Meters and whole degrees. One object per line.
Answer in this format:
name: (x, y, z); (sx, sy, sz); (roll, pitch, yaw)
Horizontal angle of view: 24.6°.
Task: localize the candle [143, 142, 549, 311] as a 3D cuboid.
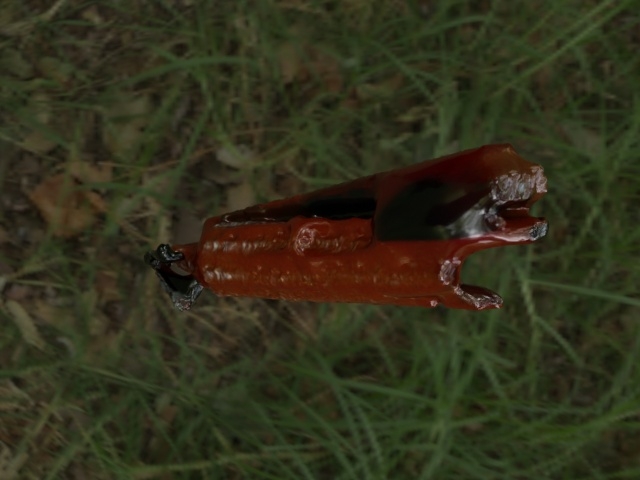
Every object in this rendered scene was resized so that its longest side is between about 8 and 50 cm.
candle: (0.000, 0.000, 0.828); (0.059, 0.301, 0.084); (5, 83, -47)
